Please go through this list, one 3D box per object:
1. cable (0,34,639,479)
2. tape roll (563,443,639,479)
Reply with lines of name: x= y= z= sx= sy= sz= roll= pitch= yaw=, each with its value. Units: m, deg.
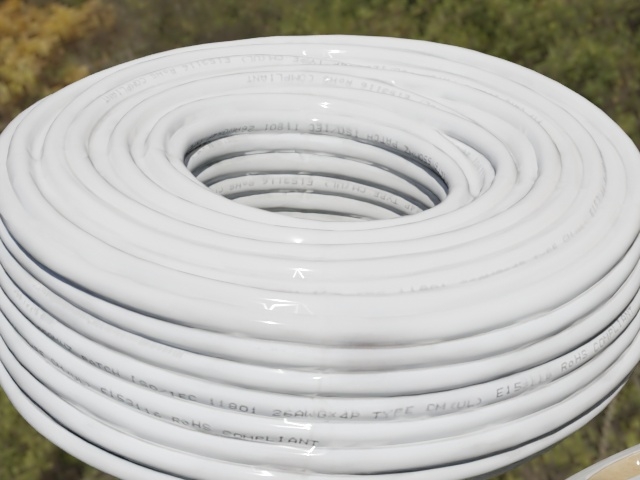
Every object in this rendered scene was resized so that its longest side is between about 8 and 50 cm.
cable: x=0.000 y=0.000 z=0.583 sx=0.257 sy=0.089 sz=0.257 roll=5 pitch=27 yaw=1
tape roll: x=0.340 y=0.282 z=1.433 sx=0.246 sy=0.169 sz=0.246 roll=-24 pitch=-3 yaw=-1
